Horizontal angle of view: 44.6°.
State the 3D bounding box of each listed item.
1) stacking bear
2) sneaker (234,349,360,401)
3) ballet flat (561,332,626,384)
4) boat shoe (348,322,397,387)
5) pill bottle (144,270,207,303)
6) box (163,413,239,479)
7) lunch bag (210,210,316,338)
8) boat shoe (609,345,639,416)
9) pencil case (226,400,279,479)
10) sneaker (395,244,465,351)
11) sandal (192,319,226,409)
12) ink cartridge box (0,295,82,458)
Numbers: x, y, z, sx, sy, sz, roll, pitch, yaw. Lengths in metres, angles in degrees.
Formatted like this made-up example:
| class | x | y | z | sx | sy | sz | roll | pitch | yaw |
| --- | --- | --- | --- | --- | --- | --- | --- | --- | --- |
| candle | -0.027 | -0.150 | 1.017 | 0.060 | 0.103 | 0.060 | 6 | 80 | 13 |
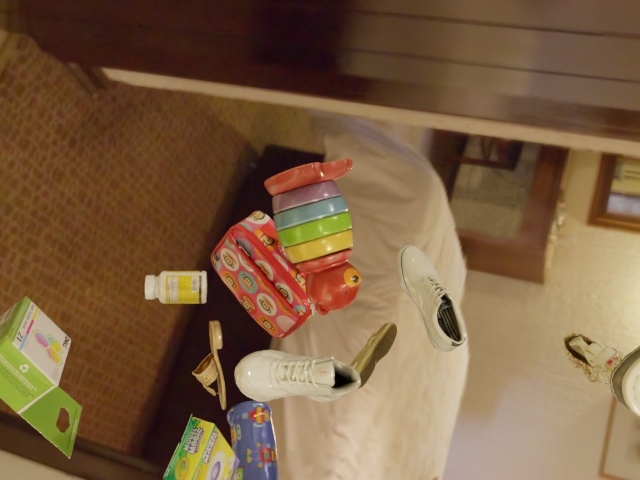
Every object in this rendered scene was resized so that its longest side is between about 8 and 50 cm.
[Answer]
| class | x | y | z | sx | sy | sz | roll | pitch | yaw |
| --- | --- | --- | --- | --- | --- | --- | --- | --- | --- |
| stacking bear | 0.000 | 0.000 | 1.558 | 0.175 | 0.164 | 0.288 | -15 | 89 | -53 |
| sneaker | -0.031 | 0.224 | 1.326 | 0.232 | 0.115 | 0.090 | 7 | 70 | -34 |
| ballet flat | 0.580 | 0.248 | 1.664 | 0.091 | 0.077 | 0.241 | -39 | -172 | -7 |
| boat shoe | 0.100 | 0.229 | 1.602 | 0.056 | 0.048 | 0.153 | 31 | 91 | -50 |
| pill bottle | -0.280 | 0.091 | 1.518 | 0.065 | 0.117 | 0.065 | -179 | -90 | -84 |
| box | -0.178 | 0.342 | 1.178 | 0.179 | 0.043 | 0.105 | 71 | 34 | -52 |
| lunch bag | -0.116 | 0.078 | 1.904 | 0.120 | 0.293 | 0.258 | -38 | 175 | -39 |
| boat shoe | 0.474 | 0.143 | 0.976 | 0.305 | 0.091 | 0.109 | -16 | 99 | -22 |
| pencil case | -0.174 | 0.562 | 1.979 | 0.119 | 0.133 | 0.306 | 21 | 50 | -42 |
| sneaker | 0.256 | 0.122 | 1.746 | 0.094 | 0.258 | 0.091 | -25 | 176 | -26 |
| sandal | -0.297 | 0.328 | 2.037 | 0.088 | 0.079 | 0.239 | -152 | -122 | -70 |
| ink cartridge box | -0.517 | 0.255 | 1.475 | 0.255 | 0.097 | 0.189 | 51 | 4 | -21 |
